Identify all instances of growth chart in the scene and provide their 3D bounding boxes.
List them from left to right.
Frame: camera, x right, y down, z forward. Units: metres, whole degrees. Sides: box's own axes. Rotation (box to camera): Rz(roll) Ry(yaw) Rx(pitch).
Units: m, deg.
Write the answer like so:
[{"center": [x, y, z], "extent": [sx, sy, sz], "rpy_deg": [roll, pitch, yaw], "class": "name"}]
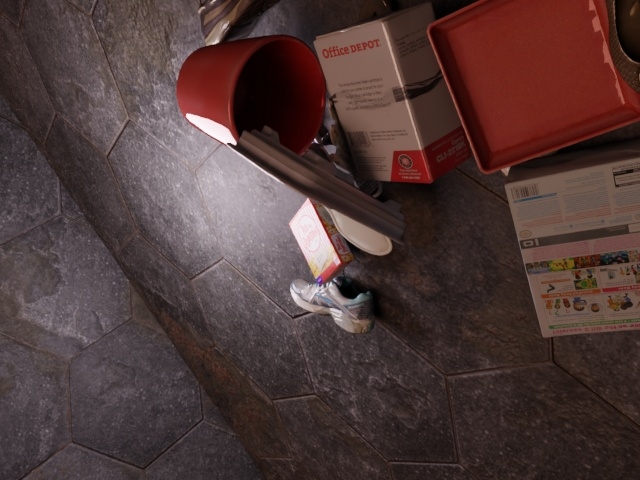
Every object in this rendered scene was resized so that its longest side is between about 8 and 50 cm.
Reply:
[{"center": [0.051, -0.236, 1.167], "extent": [0.021, 0.172, 0.237], "rpy_deg": [-10, 70, 26], "class": "growth chart"}]

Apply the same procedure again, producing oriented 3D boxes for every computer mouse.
[{"center": [0.085, -0.183, 1.372], "extent": [0.193, 0.042, 0.106], "rpy_deg": [56, 140, 6], "class": "computer mouse"}]

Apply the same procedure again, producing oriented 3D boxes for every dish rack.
[{"center": [0.008, -0.114, 1.159], "extent": [0.333, 0.072, 0.285], "rpy_deg": [25, -172, -42], "class": "dish rack"}]

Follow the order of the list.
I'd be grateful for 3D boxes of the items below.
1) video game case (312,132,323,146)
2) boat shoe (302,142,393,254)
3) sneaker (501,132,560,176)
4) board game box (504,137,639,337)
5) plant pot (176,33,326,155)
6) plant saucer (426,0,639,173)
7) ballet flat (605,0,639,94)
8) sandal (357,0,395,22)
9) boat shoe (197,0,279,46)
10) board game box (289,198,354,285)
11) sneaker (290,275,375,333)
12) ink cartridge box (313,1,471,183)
[{"center": [-0.094, -0.283, 1.505], "extent": [0.201, 0.023, 0.183], "rpy_deg": [56, 145, -2], "class": "video game case"}, {"center": [0.063, -0.101, 1.411], "extent": [0.319, 0.099, 0.116], "rpy_deg": [44, 135, -6], "class": "boat shoe"}, {"center": [0.304, -0.224, 1.054], "extent": [0.271, 0.100, 0.108], "rpy_deg": [46, 132, 3], "class": "sneaker"}, {"center": [0.453, 0.004, 0.997], "extent": [0.224, 0.097, 0.303], "rpy_deg": [-9, 113, 27], "class": "board game box"}, {"center": [-0.164, -0.313, 1.315], "extent": [0.243, 0.275, 0.275], "rpy_deg": [20, 132, 39], "class": "plant pot"}, {"center": [0.331, -0.266, 0.938], "extent": [0.258, 0.048, 0.259], "rpy_deg": [-19, 105, 23], "class": "plant saucer"}, {"center": [0.436, -0.314, 0.829], "extent": [0.084, 0.058, 0.250], "rpy_deg": [-17, 106, 16], "class": "ballet flat"}, {"center": [0.079, -0.387, 1.190], "extent": [0.090, 0.060, 0.219], "rpy_deg": [51, 144, 4], "class": "sandal"}, {"center": [-0.181, -0.534, 1.304], "extent": [0.355, 0.132, 0.130], "rpy_deg": [-23, 101, 53], "class": "boat shoe"}, {"center": [0.000, 0.000, 1.571], "extent": [0.193, 0.045, 0.147], "rpy_deg": [63, 147, 16], "class": "board game box"}, {"center": [0.037, 0.144, 1.665], "extent": [0.283, 0.110, 0.122], "rpy_deg": [21, 115, 34], "class": "sneaker"}, {"center": [0.123, -0.247, 1.047], "extent": [0.197, 0.114, 0.273], "rpy_deg": [11, 128, 54], "class": "ink cartridge box"}]
